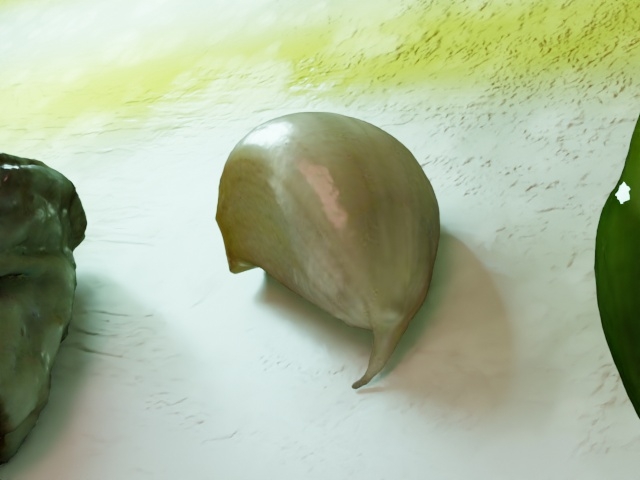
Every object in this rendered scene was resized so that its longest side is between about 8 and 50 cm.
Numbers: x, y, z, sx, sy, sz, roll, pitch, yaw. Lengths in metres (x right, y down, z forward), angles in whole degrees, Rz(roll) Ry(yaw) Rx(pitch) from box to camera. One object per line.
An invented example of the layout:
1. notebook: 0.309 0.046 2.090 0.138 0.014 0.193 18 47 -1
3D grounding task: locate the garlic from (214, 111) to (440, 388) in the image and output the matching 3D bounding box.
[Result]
1. garlic: 0.008 -0.011 1.059 0.164 0.145 0.245 -64 33 10

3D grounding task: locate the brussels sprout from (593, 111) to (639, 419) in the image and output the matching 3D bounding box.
1. brussels sprout: 0.275 0.008 0.549 0.315 0.371 0.276 4 42 35

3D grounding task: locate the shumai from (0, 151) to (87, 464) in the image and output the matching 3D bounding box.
1. shumai: -0.321 0.093 1.175 0.309 0.304 0.263 -25 67 10
